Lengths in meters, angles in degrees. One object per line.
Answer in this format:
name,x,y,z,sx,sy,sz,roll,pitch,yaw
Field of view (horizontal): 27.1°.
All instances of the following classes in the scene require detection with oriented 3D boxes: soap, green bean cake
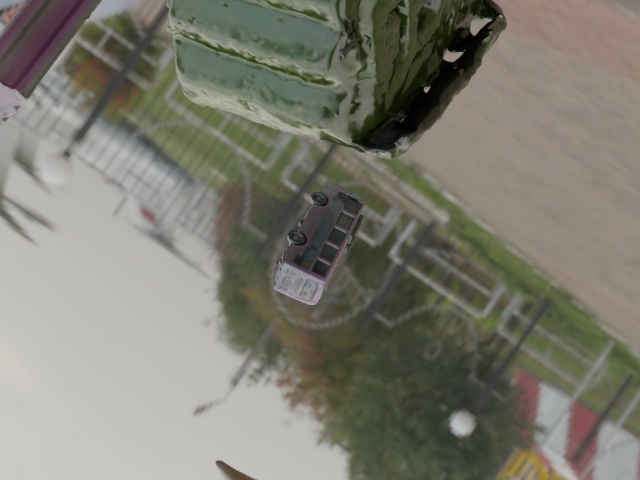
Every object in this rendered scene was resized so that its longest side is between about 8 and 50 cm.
soap,-0.323,-0.219,1.472,0.065,0.203,0.122,39,143,-17
green bean cake,0.029,-0.268,1.009,0.218,0.335,0.319,16,135,18

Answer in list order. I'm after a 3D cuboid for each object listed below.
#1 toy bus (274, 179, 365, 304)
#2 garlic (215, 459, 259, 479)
toy bus,0.000,0.000,1.129,0.052,0.037,0.131,24,-141,4
garlic,-0.059,0.309,0.766,0.249,0.313,0.286,40,162,13
